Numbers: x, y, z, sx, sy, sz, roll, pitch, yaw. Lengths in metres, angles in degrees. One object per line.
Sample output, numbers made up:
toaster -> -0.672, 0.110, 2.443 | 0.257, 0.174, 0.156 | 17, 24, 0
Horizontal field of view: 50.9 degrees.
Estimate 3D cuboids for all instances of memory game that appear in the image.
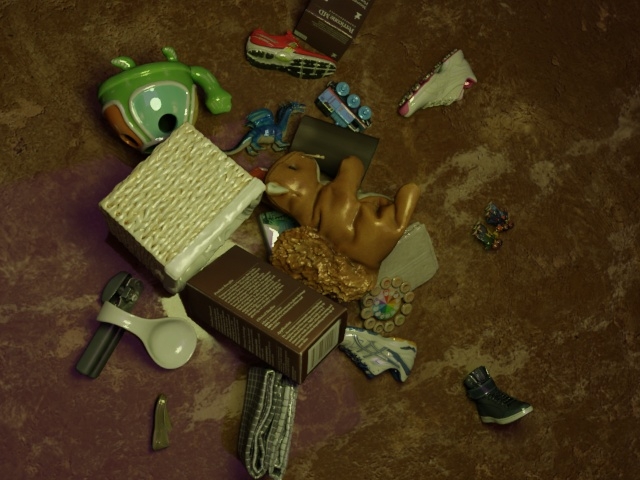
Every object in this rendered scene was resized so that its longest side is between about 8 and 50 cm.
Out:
memory game -> 0.198, 0.188, 1.964 | 0.186, 0.012, 0.186 | -11, 113, -26

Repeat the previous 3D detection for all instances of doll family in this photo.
doll family -> 0.549, -0.040, 2.117 | 0.111, 0.076, 0.193 | 37, 70, -3

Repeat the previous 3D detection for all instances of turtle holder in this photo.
turtle holder -> -0.428, -0.364, 1.816 | 0.320, 0.243, 0.227 | -18, 87, -53

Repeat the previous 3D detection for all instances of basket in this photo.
basket -> -0.359, -0.072, 1.731 | 0.266, 0.328, 0.331 | 41, 73, -2
basket -> 0.035, -0.264, 1.953 | 0.227, 0.204, 0.154 | 22, 76, -2

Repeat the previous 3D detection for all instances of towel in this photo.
towel -> -0.140, 0.461, 1.755 | 0.121, 0.235, 0.283 | 11, 78, -9
towel -> 0.216, 0.081, 1.973 | 0.282, 0.049, 0.187 | -30, 118, -17

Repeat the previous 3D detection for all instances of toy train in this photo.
toy train -> 0.072, -0.395, 2.035 | 0.105, 0.080, 0.184 | -45, 97, -9

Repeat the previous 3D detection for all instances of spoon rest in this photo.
spoon rest -> -0.438, 0.241, 1.742 | 0.276, 0.084, 0.137 | 32, 73, -33

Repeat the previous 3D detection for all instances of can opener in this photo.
can opener -> -0.561, 0.216, 1.767 | 0.095, 0.076, 0.283 | 22, 74, 21

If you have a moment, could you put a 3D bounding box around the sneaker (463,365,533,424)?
sneaker -> 0.506, 0.444, 1.950 | 0.086, 0.226, 0.163 | -21, 84, -26

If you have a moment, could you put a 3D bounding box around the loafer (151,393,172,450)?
loafer -> -0.413, 0.477, 1.767 | 0.050, 0.056, 0.147 | 6, 90, -16

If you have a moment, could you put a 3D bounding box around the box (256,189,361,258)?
box -> 0.000, 0.000, 1.959 | 0.322, 0.058, 0.232 | -15, 86, -19

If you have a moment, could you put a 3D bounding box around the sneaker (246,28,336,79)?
sneaker -> -0.080, -0.566, 2.005 | 0.279, 0.107, 0.118 | 11, 69, -17

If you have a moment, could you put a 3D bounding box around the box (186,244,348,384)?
box -> -0.141, 0.183, 1.726 | 0.382, 0.143, 0.191 | 30, 49, 25

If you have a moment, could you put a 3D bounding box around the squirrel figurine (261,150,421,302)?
squirrel figurine -> 0.001, -0.041, 1.771 | 0.371, 0.281, 0.396 | 23, 88, -10

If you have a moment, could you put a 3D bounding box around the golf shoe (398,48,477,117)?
golf shoe -> 0.376, -0.471, 2.116 | 0.306, 0.115, 0.140 | -44, 98, -17

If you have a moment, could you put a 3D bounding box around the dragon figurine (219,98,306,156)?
dragon figurine -> -0.174, -0.325, 1.945 | 0.289, 0.085, 0.143 | -14, 85, -18

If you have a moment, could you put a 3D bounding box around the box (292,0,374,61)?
box -> 0.048, -0.690, 2.024 | 0.169, 0.167, 0.203 | 29, 75, -10

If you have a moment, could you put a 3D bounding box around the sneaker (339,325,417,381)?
sneaker -> 0.135, 0.324, 1.919 | 0.297, 0.112, 0.130 | 16, 80, -12

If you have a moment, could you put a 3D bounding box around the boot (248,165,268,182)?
boot -> -0.204, -0.174, 1.931 | 0.158, 0.059, 0.084 | 6, 77, -24
